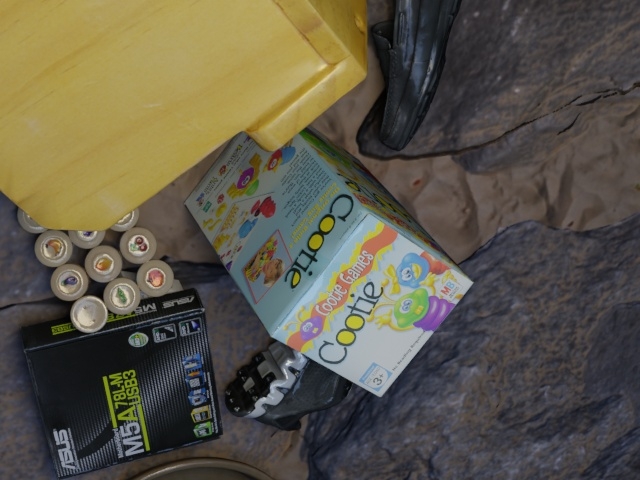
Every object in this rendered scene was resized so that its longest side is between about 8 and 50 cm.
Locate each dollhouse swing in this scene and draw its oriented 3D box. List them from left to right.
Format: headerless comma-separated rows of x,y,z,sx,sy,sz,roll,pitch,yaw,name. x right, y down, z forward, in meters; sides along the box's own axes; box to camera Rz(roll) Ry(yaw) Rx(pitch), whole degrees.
-0.177,-0.240,1.224,0.305,0.315,0.347,-27,128,24,dollhouse swing

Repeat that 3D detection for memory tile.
-0.220,0.006,1.395,0.113,0.012,0.148,-28,97,-8,memory tile

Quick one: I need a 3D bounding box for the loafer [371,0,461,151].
0.088,-0.196,1.430,0.078,0.076,0.223,18,120,8,loafer

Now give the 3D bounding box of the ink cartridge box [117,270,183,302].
-0.173,0.064,1.475,0.083,0.028,0.048,11,114,-27,ink cartridge box

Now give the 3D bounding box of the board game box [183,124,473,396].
0.000,0.000,1.366,0.142,0.275,0.144,32,101,-33,board game box

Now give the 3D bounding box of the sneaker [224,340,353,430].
0.008,0.121,1.558,0.234,0.078,0.106,-45,127,9,sneaker

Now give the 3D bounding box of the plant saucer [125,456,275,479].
-0.159,0.358,1.632,0.278,0.041,0.278,-10,119,-17,plant saucer

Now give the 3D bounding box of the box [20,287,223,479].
-0.202,0.150,1.479,0.184,0.045,0.191,-14,129,-13,box
